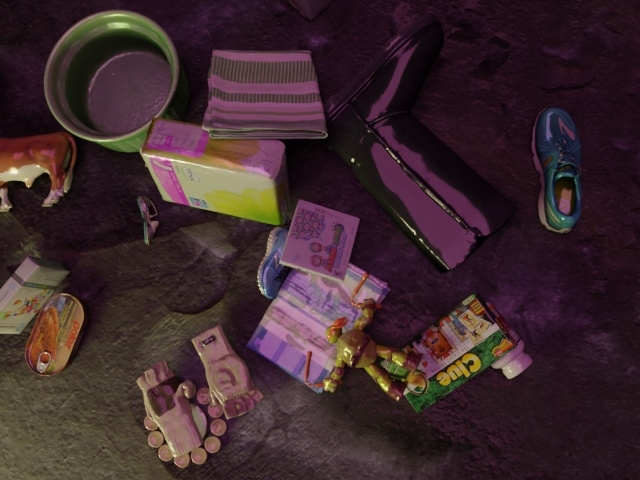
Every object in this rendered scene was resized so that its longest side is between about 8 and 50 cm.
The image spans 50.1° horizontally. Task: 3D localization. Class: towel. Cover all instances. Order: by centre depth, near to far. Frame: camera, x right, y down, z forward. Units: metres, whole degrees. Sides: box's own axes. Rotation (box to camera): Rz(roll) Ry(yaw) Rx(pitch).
[{"bbox_3d":[-0.122,-0.319,1.457,0.248,0.038,0.324,-1,42,-6],"label":"towel"},{"bbox_3d":[-0.007,0.165,1.496,0.209,0.034,0.285,32,87,10],"label":"towel"}]

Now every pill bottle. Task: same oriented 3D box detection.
[{"bbox_3d":[0.366,0.209,1.424,0.086,0.086,0.152,-39,80,0],"label":"pill bottle"}]

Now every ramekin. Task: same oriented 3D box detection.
[{"bbox_3d":[-0.444,-0.346,1.544,0.304,0.148,0.303,-1,80,6],"label":"ramekin"}]

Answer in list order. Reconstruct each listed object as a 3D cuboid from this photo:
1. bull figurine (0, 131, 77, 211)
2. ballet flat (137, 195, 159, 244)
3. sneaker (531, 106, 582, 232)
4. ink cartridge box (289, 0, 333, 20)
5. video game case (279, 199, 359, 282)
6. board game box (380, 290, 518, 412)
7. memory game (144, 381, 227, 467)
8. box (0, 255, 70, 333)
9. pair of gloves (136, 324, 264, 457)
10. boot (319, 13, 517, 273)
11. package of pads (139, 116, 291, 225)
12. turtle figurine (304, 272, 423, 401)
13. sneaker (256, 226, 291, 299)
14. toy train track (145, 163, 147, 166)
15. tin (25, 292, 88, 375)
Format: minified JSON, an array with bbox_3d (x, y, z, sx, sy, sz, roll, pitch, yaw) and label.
[{"bbox_3d":[-0.714,-0.167,1.579,0.311,0.101,0.188,-7,86,7],"label":"bull figurine"},{"bbox_3d":[-0.390,-0.048,1.561,0.041,0.041,0.114,-13,82,4],"label":"ballet flat"},{"bbox_3d":[0.514,-0.154,1.444,0.107,0.110,0.275,-5,82,5],"label":"sneaker"},{"bbox_3d":[-0.066,-0.652,1.469,0.131,0.306,0.226,-43,81,-1],"label":"ink cartridge box"},{"bbox_3d":[0.000,0.000,1.486,0.143,0.019,0.157,18,66,-4],"label":"video game case"},{"bbox_3d":[0.260,0.234,1.412,0.260,0.030,0.136,-42,81,23],"label":"board game box"},{"bbox_3d":[-0.295,0.404,1.505,0.186,0.012,0.186,-1,82,5],"label":"memory game"},{"bbox_3d":[-0.656,0.123,1.511,0.038,0.145,0.186,40,87,10],"label":"box"},{"bbox_3d":[-0.266,0.326,1.485,0.240,0.042,0.204,-35,77,-2],"label":"pair of gloves"},{"bbox_3d":[0.250,-0.203,1.455,0.367,0.146,0.445,-44,77,9],"label":"boot"},{"bbox_3d":[-0.213,-0.145,1.452,0.297,0.229,0.101,12,66,7],"label":"package of pads"},{"bbox_3d":[0.098,0.219,1.412,0.217,0.087,0.269,28,87,10],"label":"turtle figurine"},{"bbox_3d":[-0.088,0.052,1.495,0.073,0.063,0.162,11,84,25],"label":"sneaker"},{"bbox_3d":[-0.385,-0.194,1.590,0.048,0.014,0.083,2,82,6],"label":"toy train track"},{"bbox_3d":[-0.594,0.213,1.549,0.106,0.040,0.189,20,85,12],"label":"tin"}]
